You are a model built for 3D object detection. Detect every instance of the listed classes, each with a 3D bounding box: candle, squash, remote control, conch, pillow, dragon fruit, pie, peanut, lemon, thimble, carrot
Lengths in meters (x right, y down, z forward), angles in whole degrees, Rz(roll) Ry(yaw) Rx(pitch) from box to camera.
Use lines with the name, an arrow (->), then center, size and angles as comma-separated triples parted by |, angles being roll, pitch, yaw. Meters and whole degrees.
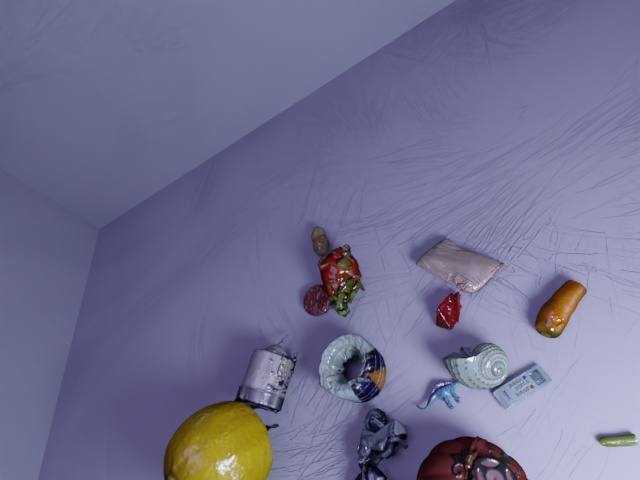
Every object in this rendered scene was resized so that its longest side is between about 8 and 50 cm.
candle -> -0.198, 0.509, 1.599 | 0.188, 0.187, 0.329 | -2, 56, 34
squash -> 0.762, 0.514, 1.036 | 0.084, 0.027, 0.027 | -20, 50, 24
remote control -> 0.601, 0.438, 1.204 | 0.162, 0.029, 0.061 | -33, 48, 4
conch -> 0.483, 0.392, 1.245 | 0.173, 0.200, 0.131 | -20, 76, -14
pillow -> 0.508, 0.086, 1.497 | 0.173, 0.067, 0.270 | -47, 45, -10
dragon fruit -> 0.464, 0.247, 1.415 | 0.131, 0.097, 0.063 | -40, 45, -24
pie -> -0.010, 0.257, 1.753 | 0.155, 0.036, 0.154 | -17, 51, 23
dragon fruit -> 0.093, 0.158, 1.643 | 0.269, 0.199, 0.200 | -106, 28, -44
peanut -> 0.000, 0.000, 1.906 | 0.080, 0.080, 0.174 | -27, 45, 16
lemon -> -0.372, 0.748, 1.382 | 0.365, 0.364, 0.363 | -18, 50, 23
thimble -> 0.107, 0.461, 1.443 | 0.238, 0.150, 0.237 | -19, 51, 24
carrot -> 0.733, 0.209, 1.243 | 0.087, 0.087, 0.193 | 25, 74, 43

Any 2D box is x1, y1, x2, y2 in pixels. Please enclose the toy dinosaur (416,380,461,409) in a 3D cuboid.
toy dinosaur -> 0.400, 0.493, 1.293 | 0.198, 0.045, 0.080 | -32, 38, 0

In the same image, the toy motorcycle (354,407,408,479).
toy motorcycle -> 0.191, 0.669, 1.267 | 0.159, 0.106, 0.270 | -13, 48, 35

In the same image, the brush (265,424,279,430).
brush -> -0.194, 0.722, 1.558 | 0.084, 0.008, 0.024 | -23, 45, 20

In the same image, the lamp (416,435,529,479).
lamp -> 0.394, 0.656, 1.019 | 0.304, 0.256, 0.303 | 4, 37, -3
